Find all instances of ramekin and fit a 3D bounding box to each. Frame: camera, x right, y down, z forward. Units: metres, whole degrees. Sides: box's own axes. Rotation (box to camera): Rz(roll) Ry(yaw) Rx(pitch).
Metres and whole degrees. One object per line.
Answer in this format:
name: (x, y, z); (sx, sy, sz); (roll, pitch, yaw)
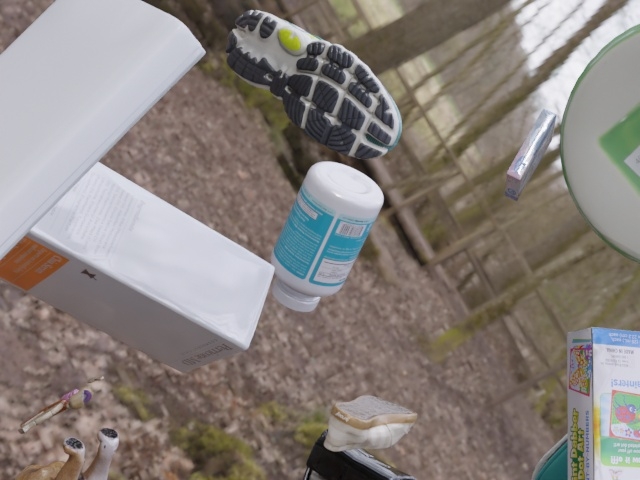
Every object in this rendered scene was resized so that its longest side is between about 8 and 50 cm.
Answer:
ramekin: (0.406, -0.107, 1.046); (0.148, 0.303, 0.303); (-19, 80, -52)

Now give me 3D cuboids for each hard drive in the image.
hard drive: (-0.248, -0.072, 0.763); (0.203, 0.307, 0.040); (35, -11, 49)

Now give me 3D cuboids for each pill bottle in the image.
pill bottle: (0.000, 0.000, 1.791); (0.146, 0.264, 0.146); (21, 26, -11)

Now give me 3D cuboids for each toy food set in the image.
toy food set: (-0.330, 0.214, 1.253); (0.019, 0.122, 0.078); (61, -28, -6)

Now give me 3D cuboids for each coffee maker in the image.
coffee maker: (0.070, 0.409, 1.719); (0.120, 0.178, 0.171); (-15, 118, -44)

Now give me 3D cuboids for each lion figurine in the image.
lion figurine: (-0.310, 0.436, 1.476); (0.392, 0.240, 0.142); (31, 19, 22)

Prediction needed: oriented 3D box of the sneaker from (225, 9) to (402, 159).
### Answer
sneaker: (0.006, -0.191, 1.155); (0.110, 0.107, 0.275); (2, 34, -48)

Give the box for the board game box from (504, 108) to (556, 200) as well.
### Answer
board game box: (0.249, -0.100, 1.169); (0.020, 0.090, 0.090); (29, -7, 16)

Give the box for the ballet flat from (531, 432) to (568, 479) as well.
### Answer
ballet flat: (0.440, 0.224, 1.285); (0.139, 0.400, 0.139); (39, 14, -12)

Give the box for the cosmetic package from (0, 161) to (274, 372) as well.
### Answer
cosmetic package: (-0.330, 0.030, 1.571); (0.453, 0.230, 0.161); (31, 58, -23)

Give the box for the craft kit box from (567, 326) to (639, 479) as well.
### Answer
craft kit box: (0.382, 0.225, 1.045); (0.061, 0.250, 0.246); (144, -49, -67)

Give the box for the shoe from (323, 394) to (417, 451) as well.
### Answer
shoe: (0.068, 0.260, 1.389); (0.077, 0.058, 0.219); (23, 5, 30)
